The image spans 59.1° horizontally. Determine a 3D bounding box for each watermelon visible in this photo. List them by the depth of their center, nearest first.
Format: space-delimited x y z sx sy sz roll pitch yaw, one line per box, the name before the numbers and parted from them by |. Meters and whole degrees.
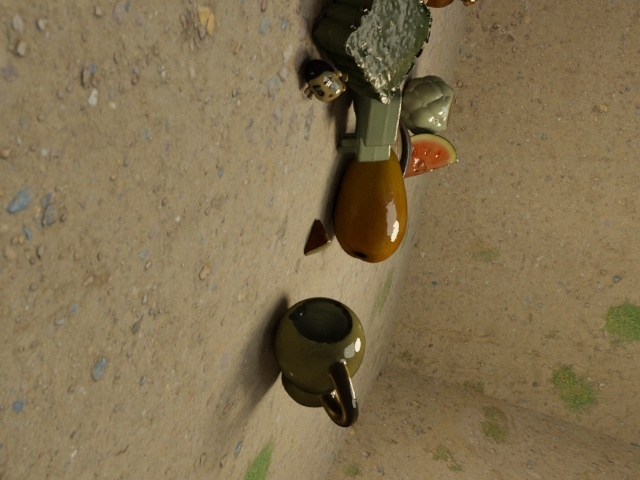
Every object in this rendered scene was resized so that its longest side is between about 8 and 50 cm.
watermelon | 0.389 -0.359 2.302 0.128 0.304 0.159 -79 152 -71

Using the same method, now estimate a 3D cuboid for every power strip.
power strip | 0.122 -0.336 1.521 0.229 0.141 0.261 -100 -171 -45

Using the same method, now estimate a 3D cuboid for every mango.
mango | 0.156 -0.121 1.717 0.264 0.221 0.377 10 85 -70

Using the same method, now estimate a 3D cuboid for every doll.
doll | 0.012 -0.343 1.241 0.088 0.102 0.179 64 17 10

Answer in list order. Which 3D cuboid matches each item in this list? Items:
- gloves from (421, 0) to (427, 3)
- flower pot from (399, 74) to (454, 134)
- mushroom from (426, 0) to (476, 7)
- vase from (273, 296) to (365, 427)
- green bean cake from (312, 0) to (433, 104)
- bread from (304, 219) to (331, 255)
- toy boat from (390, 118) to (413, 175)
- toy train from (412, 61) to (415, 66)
gloves | 0.259 -0.711 1.642 0.145 0.126 0.241 -64 155 7
flower pot | 0.433 -0.544 2.291 0.246 0.195 0.246 15 90 -74
mushroom | 0.372 -0.887 1.726 0.345 0.239 0.345 179 -90 -76
vase | 0.010 0.340 1.485 0.241 0.329 0.302 -13 134 -21
green bean cake | 0.128 -0.465 1.258 0.241 0.132 0.255 -59 144 -2
bread | 0.000 0.000 1.565 0.043 0.062 0.109 62 49 -69
toy boat | 0.236 -0.333 1.973 0.293 0.111 0.276 15 79 -63
toy train | 0.323 -0.703 2.007 0.081 0.060 0.202 36 69 -67
